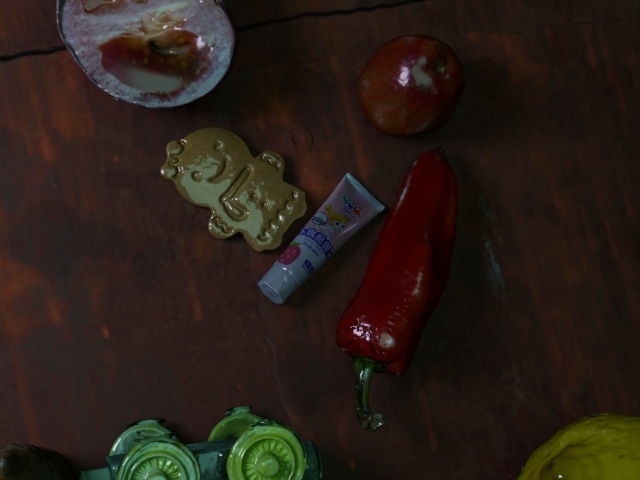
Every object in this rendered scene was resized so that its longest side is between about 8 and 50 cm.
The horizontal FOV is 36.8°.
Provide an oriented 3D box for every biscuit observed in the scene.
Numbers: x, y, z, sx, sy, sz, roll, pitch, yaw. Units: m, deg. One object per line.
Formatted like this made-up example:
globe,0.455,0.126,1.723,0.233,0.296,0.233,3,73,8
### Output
biscuit,-0.103,-0.070,1.196,0.133,0.027,0.184,-41,93,-17

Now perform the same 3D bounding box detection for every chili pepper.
chili pepper,0.099,0.050,1.198,0.110,0.110,0.387,28,69,-10

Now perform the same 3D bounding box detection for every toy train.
toy train,-0.126,0.291,1.061,0.272,0.159,0.188,-4,88,-18

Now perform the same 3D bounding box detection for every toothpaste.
toothpaste,0.000,0.000,1.210,0.067,0.043,0.194,43,66,-2

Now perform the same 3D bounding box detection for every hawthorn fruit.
hawthorn fruit,0.118,-0.197,1.225,0.133,0.138,0.132,4,76,-17

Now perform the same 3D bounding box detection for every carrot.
carrot,-0.298,0.241,0.965,0.102,0.263,0.102,4,70,-10

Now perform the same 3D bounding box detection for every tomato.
tomato,-0.208,-0.253,1.152,0.199,0.112,0.228,-15,84,-11

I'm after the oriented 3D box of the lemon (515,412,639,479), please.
lemon,0.377,0.363,1.118,0.336,0.336,0.336,3,80,-16
